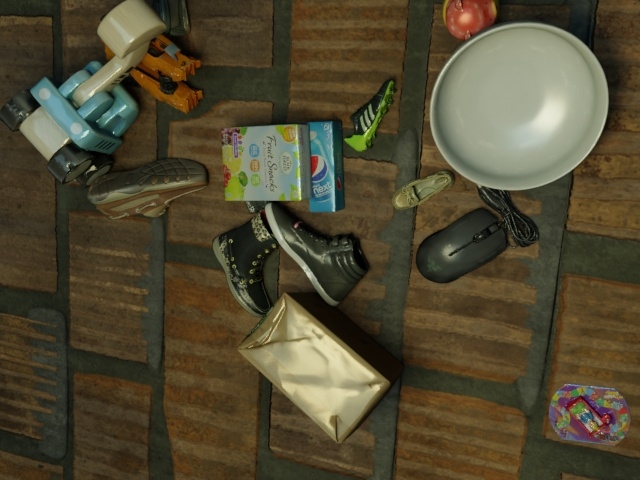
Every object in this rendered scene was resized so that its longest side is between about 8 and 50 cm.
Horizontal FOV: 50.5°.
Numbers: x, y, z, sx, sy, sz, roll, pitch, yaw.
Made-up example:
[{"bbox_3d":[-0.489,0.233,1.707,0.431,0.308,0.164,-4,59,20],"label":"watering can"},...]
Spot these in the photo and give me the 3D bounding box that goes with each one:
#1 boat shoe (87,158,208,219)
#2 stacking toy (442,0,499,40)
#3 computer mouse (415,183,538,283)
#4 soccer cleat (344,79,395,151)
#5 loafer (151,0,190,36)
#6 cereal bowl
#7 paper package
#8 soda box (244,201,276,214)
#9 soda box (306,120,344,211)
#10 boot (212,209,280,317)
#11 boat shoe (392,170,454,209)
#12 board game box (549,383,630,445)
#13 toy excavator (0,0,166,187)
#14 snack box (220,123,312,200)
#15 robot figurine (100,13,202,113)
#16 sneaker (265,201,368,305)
[{"bbox_3d":[-0.437,-0.126,1.764,0.324,0.123,0.116,-8,130,13],"label":"boat shoe"},{"bbox_3d":[0.318,-0.568,1.331,0.279,0.130,0.309,-25,107,27],"label":"stacking toy"},{"bbox_3d":[0.322,0.000,1.510,0.272,0.072,0.188,-39,85,22],"label":"computer mouse"},{"bbox_3d":[0.110,-0.290,1.548,0.072,0.060,0.179,31,111,15],"label":"soccer cleat"},{"bbox_3d":[-0.369,-0.636,1.669,0.096,0.084,0.268,10,103,56],"label":"loafer"},{"bbox_3d":[0.391,-0.279,1.375,0.338,0.141,0.339,3,116,6],"label":"cereal bowl"},{"bbox_3d":[0.013,0.265,1.526,0.309,0.325,0.168,39,96,11],"label":"paper package"},{"bbox_3d":[-0.174,-0.154,1.679,0.060,0.053,0.169,-23,91,22],"label":"soda box"},{"bbox_3d":[0.012,-0.174,1.596,0.067,0.071,0.210,1,99,21],"label":"soda box"},{"bbox_3d":[-0.153,0.057,1.681,0.178,0.085,0.236,-33,83,30],"label":"boot"},{"bbox_3d":[0.229,-0.114,1.537,0.153,0.048,0.056,-21,91,22],"label":"boat shoe"},{"bbox_3d":[0.592,0.389,1.495,0.168,0.033,0.133,2,100,20],"label":"board game box"},{"bbox_3d":[-0.528,-0.359,1.615,0.445,0.433,0.222,-43,92,2],"label":"toy excavator"},{"bbox_3d":[-0.126,-0.181,1.583,0.207,0.070,0.175,1,99,24],"label":"snack box"},{"bbox_3d":[-0.425,-0.445,1.680,0.291,0.085,0.211,35,148,16],"label":"robot figurine"},{"bbox_3d":[0.000,0.000,1.619,0.147,0.104,0.296,-38,91,20],"label":"sneaker"}]
